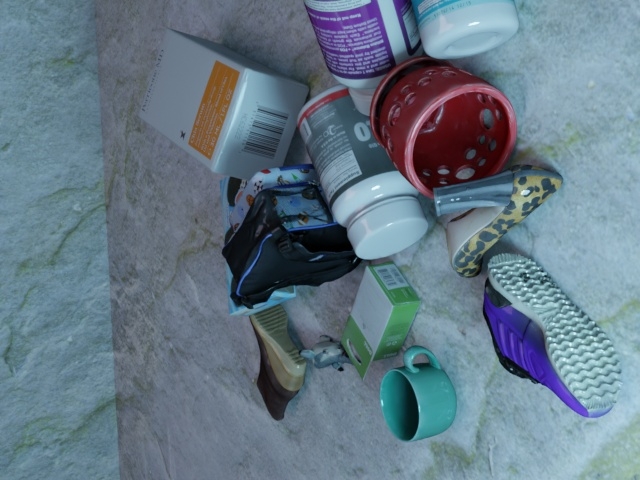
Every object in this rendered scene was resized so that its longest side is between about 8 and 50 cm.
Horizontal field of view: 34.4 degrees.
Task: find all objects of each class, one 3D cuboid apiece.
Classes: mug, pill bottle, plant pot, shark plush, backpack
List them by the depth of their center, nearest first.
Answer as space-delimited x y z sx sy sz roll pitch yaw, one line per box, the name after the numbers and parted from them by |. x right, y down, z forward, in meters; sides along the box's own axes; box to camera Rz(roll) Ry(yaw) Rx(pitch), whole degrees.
0.195 -0.413 1.528 0.146 0.146 0.264 -27 74 61 | pill bottle
0.176 -0.179 1.584 0.174 0.191 0.191 48 137 51 | plant pot
0.072 -0.353 1.663 0.169 0.169 0.301 46 164 48 | pill bottle
0.181 0.270 1.793 0.129 0.097 0.157 63 146 32 | mug
0.077 -0.122 1.814 0.161 0.161 0.283 -55 50 52 | pill bottle
-0.034 -0.017 1.947 0.276 0.264 0.213 -50 49 52 | backpack
0.033 0.241 2.146 0.161 0.073 0.067 -6 112 42 | shark plush

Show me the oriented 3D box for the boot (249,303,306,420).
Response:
-0.124 0.266 2.369 0.248 0.090 0.206 58 142 31 | boot

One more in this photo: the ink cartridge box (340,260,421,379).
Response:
0.109 0.152 1.934 0.109 0.062 0.209 58 144 38 | ink cartridge box

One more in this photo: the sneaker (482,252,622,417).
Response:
0.326 0.162 1.505 0.293 0.102 0.146 -119 30 -42 | sneaker

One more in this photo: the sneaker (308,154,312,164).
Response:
0.018 -0.161 2.043 0.073 0.063 0.162 23 123 39 | sneaker

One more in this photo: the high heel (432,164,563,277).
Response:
0.282 -0.019 1.573 0.261 0.186 0.093 63 -161 -57 | high heel

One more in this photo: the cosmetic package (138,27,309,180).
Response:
-0.226 -0.302 2.274 0.453 0.162 0.230 35 109 55 | cosmetic package

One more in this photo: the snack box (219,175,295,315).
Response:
-0.143 -0.010 2.276 0.187 0.060 0.321 -26 64 49 | snack box
